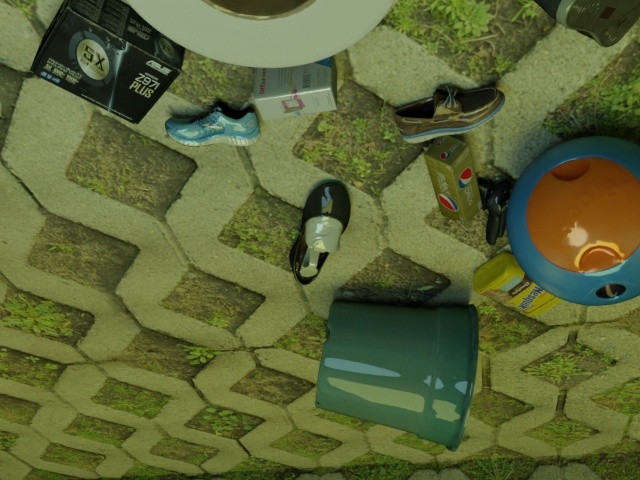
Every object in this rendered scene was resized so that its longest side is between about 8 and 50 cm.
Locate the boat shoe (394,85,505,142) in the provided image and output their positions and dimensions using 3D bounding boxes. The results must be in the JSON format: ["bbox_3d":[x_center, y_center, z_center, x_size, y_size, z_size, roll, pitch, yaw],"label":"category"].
[{"bbox_3d":[0.206,-0.212,1.164,0.183,0.066,0.066,-18,139,25],"label":"boat shoe"}]

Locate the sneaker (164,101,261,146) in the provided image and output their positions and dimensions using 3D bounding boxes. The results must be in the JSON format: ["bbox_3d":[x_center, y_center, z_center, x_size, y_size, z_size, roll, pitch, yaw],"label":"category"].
[{"bbox_3d":[-0.183,-0.204,1.210,0.162,0.063,0.073,-2,127,-3],"label":"sneaker"}]

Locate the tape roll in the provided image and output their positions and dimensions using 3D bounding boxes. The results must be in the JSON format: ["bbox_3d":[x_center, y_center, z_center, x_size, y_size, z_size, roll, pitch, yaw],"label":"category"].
[{"bbox_3d":[-0.082,-0.379,0.893,0.391,0.072,0.392,3,148,2],"label":"tape roll"}]

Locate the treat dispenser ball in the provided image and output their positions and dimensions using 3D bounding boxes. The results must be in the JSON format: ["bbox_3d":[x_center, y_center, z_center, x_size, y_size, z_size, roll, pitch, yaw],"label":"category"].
[{"bbox_3d":[0.465,-0.033,1.218,0.288,0.288,0.288,1,144,1],"label":"treat dispenser ball"}]

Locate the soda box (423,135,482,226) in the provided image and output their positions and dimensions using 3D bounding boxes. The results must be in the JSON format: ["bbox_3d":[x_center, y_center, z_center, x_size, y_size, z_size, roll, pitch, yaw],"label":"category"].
[{"bbox_3d":[0.243,-0.107,1.296,0.061,0.058,0.181,30,160,35],"label":"soda box"}]

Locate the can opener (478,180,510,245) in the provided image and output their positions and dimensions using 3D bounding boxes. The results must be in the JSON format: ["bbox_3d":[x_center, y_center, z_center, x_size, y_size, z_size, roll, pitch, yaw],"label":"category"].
[{"bbox_3d":[0.347,-0.054,1.402,0.059,0.073,0.186,-39,146,-10],"label":"can opener"}]

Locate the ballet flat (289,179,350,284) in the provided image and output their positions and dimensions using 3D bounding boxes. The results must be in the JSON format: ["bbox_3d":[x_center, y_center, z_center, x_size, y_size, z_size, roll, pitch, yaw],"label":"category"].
[{"bbox_3d":[0.000,0.000,1.440,0.095,0.096,0.280,8,143,-9],"label":"ballet flat"}]

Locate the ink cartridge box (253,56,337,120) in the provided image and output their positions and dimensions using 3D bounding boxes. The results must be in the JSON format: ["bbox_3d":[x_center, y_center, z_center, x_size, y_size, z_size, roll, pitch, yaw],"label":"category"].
[{"bbox_3d":[-0.038,-0.243,1.110,0.122,0.089,0.052,-6,147,10],"label":"ink cartridge box"}]

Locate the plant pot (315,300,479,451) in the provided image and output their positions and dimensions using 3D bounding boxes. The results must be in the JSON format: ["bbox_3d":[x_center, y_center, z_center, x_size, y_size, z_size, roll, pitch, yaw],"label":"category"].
[{"bbox_3d":[0.168,0.293,1.672,0.333,0.341,0.341,8,144,3],"label":"plant pot"}]

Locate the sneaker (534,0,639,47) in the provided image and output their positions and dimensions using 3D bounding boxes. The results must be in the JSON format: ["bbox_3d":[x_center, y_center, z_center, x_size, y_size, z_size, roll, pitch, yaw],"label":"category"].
[{"bbox_3d":[0.358,-0.341,0.985,0.222,0.118,0.083,-2,135,-47],"label":"sneaker"}]

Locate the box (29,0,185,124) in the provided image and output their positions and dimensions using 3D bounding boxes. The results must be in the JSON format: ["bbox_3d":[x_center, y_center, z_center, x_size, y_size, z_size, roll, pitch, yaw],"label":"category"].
[{"bbox_3d":[-0.318,-0.279,1.078,0.180,0.078,0.147,26,137,-30],"label":"box"}]

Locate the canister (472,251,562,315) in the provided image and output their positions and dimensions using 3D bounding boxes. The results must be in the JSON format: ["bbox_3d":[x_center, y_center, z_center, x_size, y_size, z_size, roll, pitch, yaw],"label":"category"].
[{"bbox_3d":[0.439,0.097,1.582,0.169,0.073,0.126,21,140,-23],"label":"canister"}]
